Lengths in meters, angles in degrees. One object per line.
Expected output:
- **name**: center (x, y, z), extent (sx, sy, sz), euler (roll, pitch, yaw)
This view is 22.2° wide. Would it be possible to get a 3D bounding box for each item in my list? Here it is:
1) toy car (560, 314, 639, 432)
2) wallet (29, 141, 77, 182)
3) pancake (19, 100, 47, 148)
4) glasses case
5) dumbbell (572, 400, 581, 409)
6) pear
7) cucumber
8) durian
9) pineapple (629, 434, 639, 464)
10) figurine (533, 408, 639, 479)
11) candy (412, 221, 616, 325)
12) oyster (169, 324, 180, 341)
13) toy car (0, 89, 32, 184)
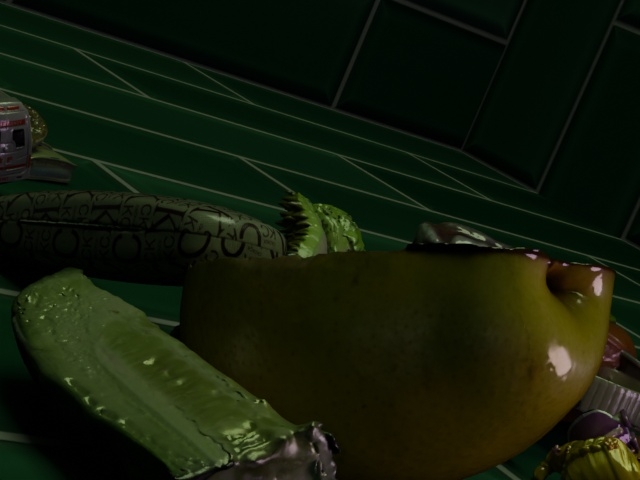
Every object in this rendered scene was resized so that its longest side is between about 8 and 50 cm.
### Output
- **toy car**: center (0.307, 0.162, 1.899), extent (0.235, 0.145, 0.235), euler (23, 8, -4)
- **wallet**: center (-0.402, -0.124, 2.134), extent (0.155, 0.039, 0.110), euler (30, 14, 31)
- **pancake**: center (-0.427, -0.144, 2.077), extent (0.158, 0.028, 0.158), euler (9, 33, -6)
- **glasses case**: center (-0.191, -0.003, 1.604), extent (0.355, 0.085, 0.137), euler (3, -8, 38)
- **dumbbell**: center (0.144, 0.132, 1.716), extent (0.325, 0.143, 0.143), euler (18, 11, -27)
- **pear**: center (0.058, 0.117, 1.379), extent (0.340, 0.191, 0.386), euler (10, -10, -42)
- **cucumber**: center (-0.140, 0.128, 1.257), extent (0.145, 0.105, 0.325), euler (-19, 35, -34)
- **durian**: center (-0.006, 0.005, 2.084), extent (0.132, 0.106, 0.375), euler (24, 4, 4)
- **pineapple**: center (0.406, 0.252, 1.892), extent (0.114, 0.077, 0.114), euler (30, -2, 13)
- **figurine**: center (0.272, 0.245, 1.637), extent (0.095, 0.115, 0.156), euler (54, 16, -29)
- **candy**: center (0.234, 0.086, 2.114), extent (0.289, 0.157, 0.214), euler (27, 14, -5)
- **oyster**: center (-0.108, 0.104, 1.608), extent (0.098, 0.037, 0.100), euler (20, 11, -12)
- **toy car**: center (-0.423, -0.141, 1.931), extent (0.089, 0.108, 0.210), euler (-11, 29, -37)
